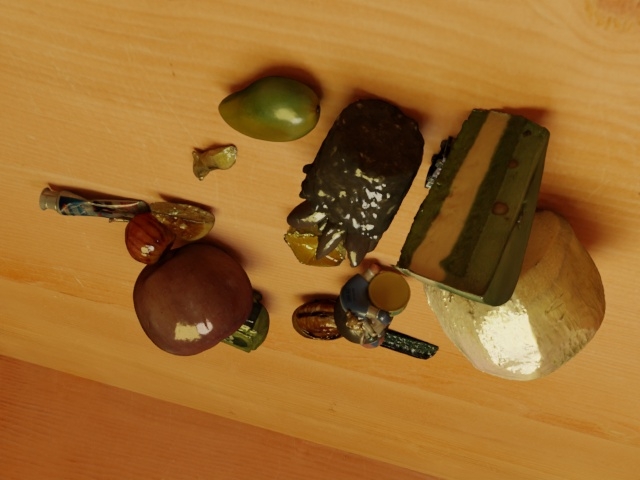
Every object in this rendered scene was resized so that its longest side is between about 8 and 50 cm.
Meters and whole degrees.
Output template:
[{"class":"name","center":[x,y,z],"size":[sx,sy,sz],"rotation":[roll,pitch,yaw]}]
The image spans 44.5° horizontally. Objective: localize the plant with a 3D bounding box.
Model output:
[{"class":"plant","center":[0.061,-0.096,1.336],"size":[0.181,0.194,0.321],"rotation":[31,149,0]}]

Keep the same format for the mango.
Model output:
[{"class":"mango","center":[-0.077,-0.213,1.286],"size":[0.122,0.086,0.191],"rotation":[24,165,-35]}]

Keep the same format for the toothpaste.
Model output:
[{"class":"toothpaste","center":[-0.535,-0.081,1.867],"size":[0.266,0.061,0.096],"rotation":[8,153,6]}]

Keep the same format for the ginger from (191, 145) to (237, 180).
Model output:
[{"class":"ginger","center":[-0.213,-0.153,1.528],"size":[0.057,0.044,0.137],"rotation":[15,163,-39]}]

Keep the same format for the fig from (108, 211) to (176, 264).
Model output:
[{"class":"fig","center":[-0.411,-0.007,1.844],"size":[0.150,0.128,0.128],"rotation":[6,152,29]}]

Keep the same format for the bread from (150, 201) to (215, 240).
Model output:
[{"class":"bread","center":[-0.292,-0.048,1.769],"size":[0.136,0.054,0.154],"rotation":[-1,155,32]}]

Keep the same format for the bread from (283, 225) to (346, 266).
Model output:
[{"class":"bread","center":[0.000,0.000,1.663],"size":[0.127,0.069,0.140],"rotation":[1,146,29]}]

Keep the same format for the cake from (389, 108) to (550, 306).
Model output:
[{"class":"cake","center":[0.252,-0.041,1.210],"size":[0.158,0.284,0.172],"rotation":[21,171,28]}]

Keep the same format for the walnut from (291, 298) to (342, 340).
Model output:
[{"class":"walnut","center":[0.014,0.204,2.013],"size":[0.207,0.116,0.116],"rotation":[-3,147,36]}]

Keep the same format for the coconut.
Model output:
[{"class":"coconut","center":[0.354,0.104,1.391],"size":[0.297,0.297,0.255],"rotation":[-6,124,39]}]

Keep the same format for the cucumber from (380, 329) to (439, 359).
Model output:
[{"class":"cucumber","center":[0.204,0.276,2.112],"size":[0.220,0.046,0.070],"rotation":[21,162,-7]}]

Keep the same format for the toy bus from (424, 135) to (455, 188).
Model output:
[{"class":"toy bus","center":[0.215,-0.123,1.309],"size":[0.058,0.052,0.102],"rotation":[20,152,-3]}]

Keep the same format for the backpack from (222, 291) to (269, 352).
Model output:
[{"class":"backpack","center":[-0.258,0.197,2.143],"size":[0.253,0.140,0.207],"rotation":[23,155,4]}]

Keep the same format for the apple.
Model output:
[{"class":"apple","center":[-0.314,0.135,1.899],"size":[0.305,0.306,0.235],"rotation":[-14,114,48]}]

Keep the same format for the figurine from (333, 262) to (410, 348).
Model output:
[{"class":"figurine","center":[0.112,0.164,1.830],"size":[0.158,0.161,0.275],"rotation":[-2,159,-6]}]
